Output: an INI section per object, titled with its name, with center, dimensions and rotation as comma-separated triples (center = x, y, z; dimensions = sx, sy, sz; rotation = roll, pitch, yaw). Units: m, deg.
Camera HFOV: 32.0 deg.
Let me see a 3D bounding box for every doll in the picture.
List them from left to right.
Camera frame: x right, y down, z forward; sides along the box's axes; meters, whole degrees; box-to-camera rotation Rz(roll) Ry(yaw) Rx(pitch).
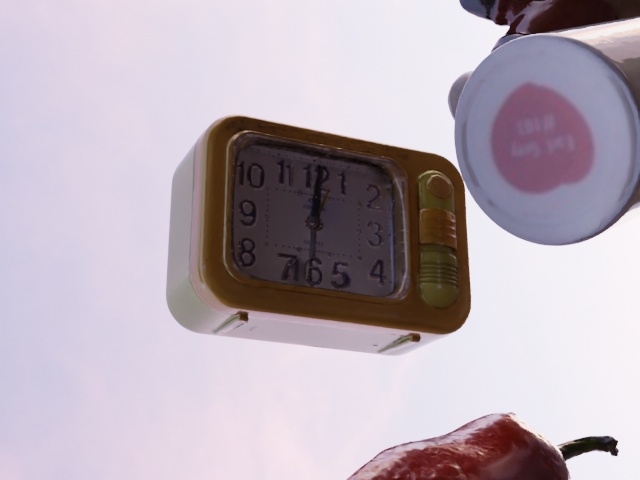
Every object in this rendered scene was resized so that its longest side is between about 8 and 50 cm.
[doll]
center = 0.270, -0.247, 1.207
dimensions = 0.235, 0.174, 0.330
rotation = 25, -98, -12

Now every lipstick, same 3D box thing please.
[lipstick]
center = 0.191, -0.074, 0.561
dimensions = 0.327, 0.087, 0.087
rotation = -19, -85, -48

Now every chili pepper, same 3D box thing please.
[chili pepper]
center = 0.034, 0.090, 0.356
dimensions = 0.191, 0.050, 0.059
rotation = -10, -49, -45

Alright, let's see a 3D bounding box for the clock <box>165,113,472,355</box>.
[clock]
center = 0.000, 0.000, 0.785
dimensions = 0.202, 0.096, 0.143
rotation = 8, -109, -22
